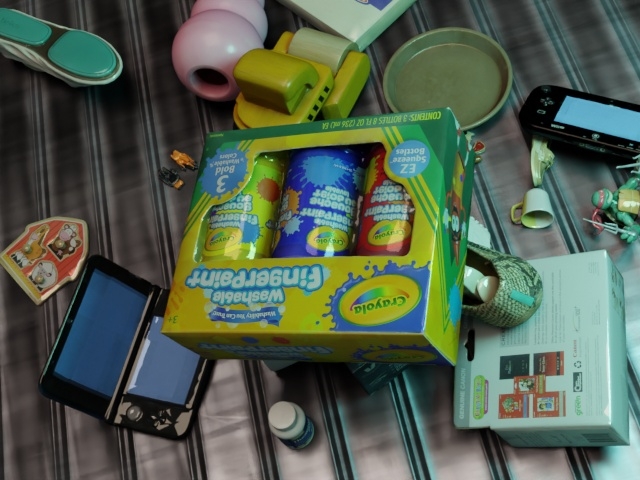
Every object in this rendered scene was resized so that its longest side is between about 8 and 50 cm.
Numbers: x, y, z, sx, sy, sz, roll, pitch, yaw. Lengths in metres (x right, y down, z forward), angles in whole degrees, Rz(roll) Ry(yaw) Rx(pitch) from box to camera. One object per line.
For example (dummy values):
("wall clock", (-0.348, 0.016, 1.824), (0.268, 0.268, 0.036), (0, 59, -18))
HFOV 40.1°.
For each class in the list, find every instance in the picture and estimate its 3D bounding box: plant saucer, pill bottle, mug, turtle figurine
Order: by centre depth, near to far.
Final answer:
("pill bottle", (-0.055, 0.330, 1.579), (0.067, 0.120, 0.067), (-5, 63, 10))
("turtle figurine", (0.601, -0.072, 1.643), (0.234, 0.118, 0.175), (8, 83, -2))
("mug", (0.415, -0.067, 1.715), (0.078, 0.062, 0.064), (2, 56, 6))
("plant saucer", (0.274, -0.341, 1.895), (0.278, 0.041, 0.277), (-5, 63, 9))

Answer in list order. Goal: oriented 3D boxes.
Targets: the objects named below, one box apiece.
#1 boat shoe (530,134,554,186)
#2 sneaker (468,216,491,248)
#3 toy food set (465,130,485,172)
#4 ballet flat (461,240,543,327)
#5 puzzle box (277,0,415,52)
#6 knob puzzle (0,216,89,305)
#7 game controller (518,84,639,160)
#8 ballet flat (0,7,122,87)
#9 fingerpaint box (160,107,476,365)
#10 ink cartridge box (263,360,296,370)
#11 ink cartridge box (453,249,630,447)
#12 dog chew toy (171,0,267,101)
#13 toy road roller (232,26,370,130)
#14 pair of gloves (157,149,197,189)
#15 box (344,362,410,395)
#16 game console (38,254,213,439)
("boat shoe", (0.447, -0.170, 1.764), (0.045, 0.050, 0.135), (0, 64, 18))
("sneaker", (0.272, -0.017, 1.716), (0.095, 0.090, 0.235), (-19, 64, -12))
("toy food set", (0.297, -0.168, 1.815), (0.078, 0.019, 0.122), (36, 68, 25))
("ballet flat", (0.162, 0.023, 1.572), (0.483, 0.182, 0.164), (21, 89, 41))
("puzzle box", (0.034, -0.636, 2.090), (0.272, 0.052, 0.409), (-44, 63, -11))
("knob puzzle", (-0.588, 0.021, 1.904), (0.213, 0.030, 0.213), (-5, 62, 10))
("game controller", (0.560, -0.232, 1.741), (0.319, 0.067, 0.166), (17, 37, 20))
("ballet flat", (-0.624, -0.441, 2.093), (0.400, 0.139, 0.139), (24, 71, 17))
("fingerpaint box", (0.000, 0.000, 1.405), (0.445, 0.163, 0.371), (-2, 65, 26))
("ink cartridge box", (-0.105, 0.063, 1.667), (0.131, 0.226, 0.306), (-24, 62, 2))
("ink cartridge box", (0.383, 0.194, 1.531), (0.272, 0.130, 0.309), (-8, 60, 30))
("dog chew toy", (-0.213, -0.477, 1.986), (0.207, 0.206, 0.331), (2, 57, 13))
("toy road roller", (-0.055, -0.338, 1.850), (0.203, 0.240, 0.329), (21, 70, 21))
("pair of gloves", (-0.317, -0.157, 1.947), (0.074, 0.010, 0.083), (31, 76, 23))
("box", (0.111, 0.183, 1.591), (0.156, 0.158, 0.093), (-37, 62, -3))
("game console", (-0.348, 0.202, 1.679), (0.250, 0.173, 0.293), (8, 66, 16))
